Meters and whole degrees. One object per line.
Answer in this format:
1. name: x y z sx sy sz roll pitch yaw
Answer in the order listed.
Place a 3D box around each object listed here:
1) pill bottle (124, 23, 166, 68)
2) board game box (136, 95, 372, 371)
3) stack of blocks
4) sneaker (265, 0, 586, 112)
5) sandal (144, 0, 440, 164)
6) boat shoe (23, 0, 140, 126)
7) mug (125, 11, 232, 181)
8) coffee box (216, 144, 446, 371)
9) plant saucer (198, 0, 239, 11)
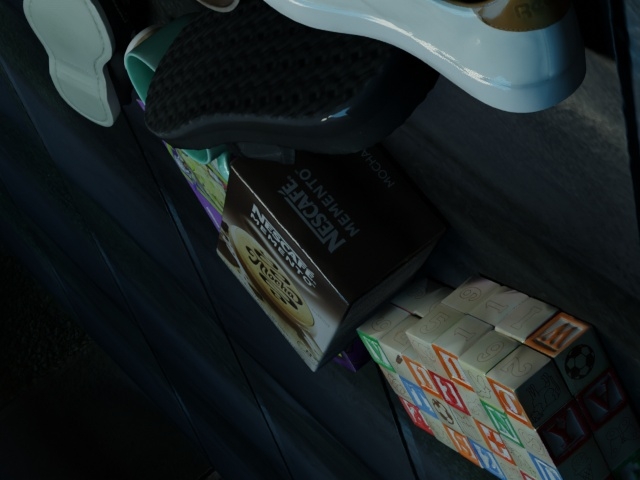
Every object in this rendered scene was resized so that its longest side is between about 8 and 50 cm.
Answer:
1. pill bottle: -0.143 -0.165 1.755 0.120 0.067 0.067 44 163 27
2. board game box: -0.070 -0.018 1.927 0.208 0.056 0.347 18 143 58
3. stack of blocks: 0.153 0.123 1.506 0.297 0.087 0.171 26 150 59
4. sneaker: 0.047 -0.192 1.086 0.290 0.106 0.123 28 150 33
5. sandal: -0.021 -0.117 1.349 0.107 0.167 0.446 39 172 -26
6. boat shoe: -0.251 -0.234 1.868 0.114 0.091 0.302 30 160 5
7. mug: -0.105 -0.143 1.634 0.129 0.097 0.158 36 159 44
8. coffee box: 0.000 0.000 1.612 0.168 0.119 0.297 50 165 9
9. plant saucer: -0.138 -0.328 1.374 0.310 0.050 0.310 51 165 19
